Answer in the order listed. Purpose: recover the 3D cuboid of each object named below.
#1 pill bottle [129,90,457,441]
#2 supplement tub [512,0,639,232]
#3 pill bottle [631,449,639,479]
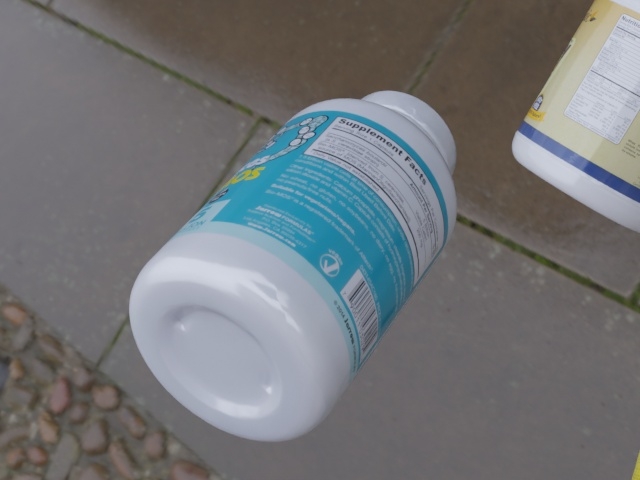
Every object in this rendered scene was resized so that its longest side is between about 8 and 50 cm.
[{"bbox_3d":[0.000,0.000,0.770,0.146,0.146,0.264,-1,33,35],"label":"pill bottle"},{"bbox_3d":[0.408,-0.190,1.416,0.228,0.228,0.316,40,106,41],"label":"supplement tub"},{"bbox_3d":[0.386,0.278,1.229,0.103,0.103,0.184,13,82,39],"label":"pill bottle"}]
